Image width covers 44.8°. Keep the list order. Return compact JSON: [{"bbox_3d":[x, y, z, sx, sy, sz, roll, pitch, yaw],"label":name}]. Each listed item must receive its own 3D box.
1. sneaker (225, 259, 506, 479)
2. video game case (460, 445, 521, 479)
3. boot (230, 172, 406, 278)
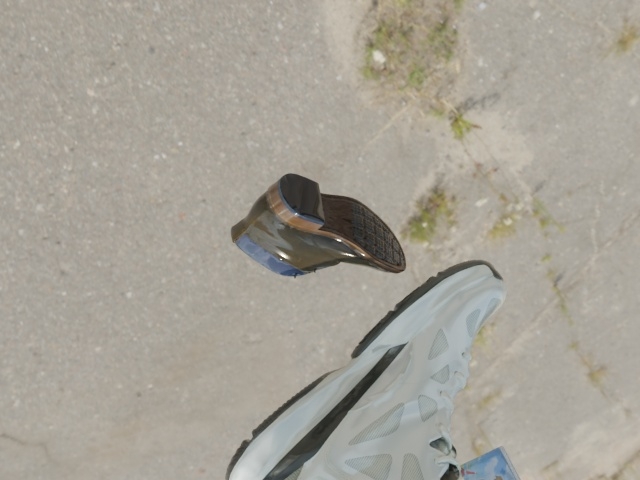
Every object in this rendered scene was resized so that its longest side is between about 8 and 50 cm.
[{"bbox_3d":[0.130,0.232,0.953,0.447,0.257,0.169,-38,160,-23],"label":"sneaker"},{"bbox_3d":[0.293,0.509,1.399,0.193,0.213,0.023,-24,157,-3],"label":"video game case"},{"bbox_3d":[0.000,0.000,0.922,0.219,0.082,0.106,29,133,-35],"label":"boot"}]
